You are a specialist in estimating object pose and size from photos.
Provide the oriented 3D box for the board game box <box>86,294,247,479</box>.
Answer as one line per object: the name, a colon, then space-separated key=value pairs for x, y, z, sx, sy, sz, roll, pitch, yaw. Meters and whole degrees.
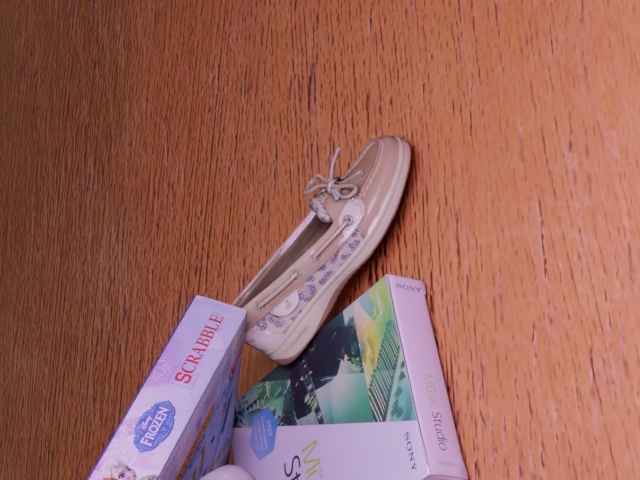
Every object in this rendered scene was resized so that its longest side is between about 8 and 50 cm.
board game box: x=-0.171 y=0.276 z=1.490 sx=0.319 sy=0.066 sz=0.318 roll=-63 pitch=-14 yaw=-49

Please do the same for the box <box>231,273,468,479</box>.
box: x=0.017 y=0.214 z=1.524 sx=0.322 sy=0.058 sz=0.232 roll=-42 pitch=47 yaw=39

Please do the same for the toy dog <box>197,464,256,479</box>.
toy dog: x=-0.093 y=0.403 z=1.365 sx=0.220 sy=0.161 sz=0.334 roll=91 pitch=161 yaw=-50

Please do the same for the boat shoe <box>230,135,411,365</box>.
boat shoe: x=0.000 y=0.000 z=1.555 sx=0.285 sy=0.089 sz=0.104 roll=-59 pitch=16 yaw=2
